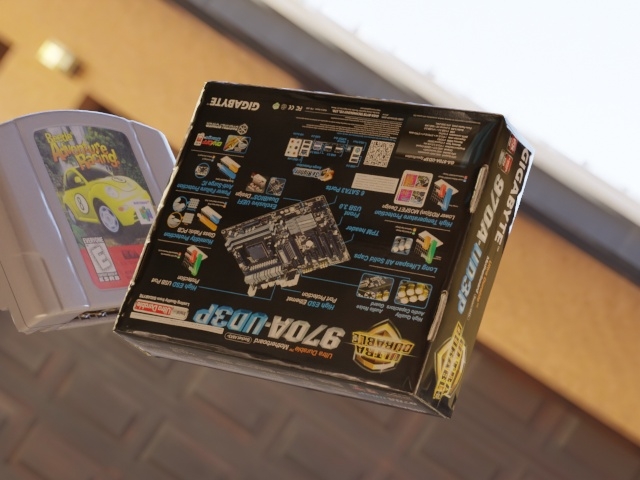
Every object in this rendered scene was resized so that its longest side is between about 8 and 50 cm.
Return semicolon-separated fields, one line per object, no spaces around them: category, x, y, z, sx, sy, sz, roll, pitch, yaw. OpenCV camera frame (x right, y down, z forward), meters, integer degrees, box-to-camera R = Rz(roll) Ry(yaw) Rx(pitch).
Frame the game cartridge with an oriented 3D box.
game cartridge;-0.207;-0.022;1.783;0.294;0.060;0.196;-7;66;-60

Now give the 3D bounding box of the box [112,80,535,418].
box;0.000;0.000;1.186;0.220;0.175;0.051;9;-18;32
